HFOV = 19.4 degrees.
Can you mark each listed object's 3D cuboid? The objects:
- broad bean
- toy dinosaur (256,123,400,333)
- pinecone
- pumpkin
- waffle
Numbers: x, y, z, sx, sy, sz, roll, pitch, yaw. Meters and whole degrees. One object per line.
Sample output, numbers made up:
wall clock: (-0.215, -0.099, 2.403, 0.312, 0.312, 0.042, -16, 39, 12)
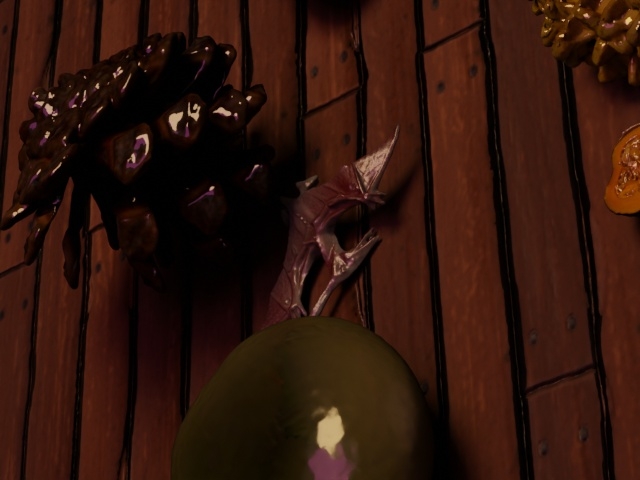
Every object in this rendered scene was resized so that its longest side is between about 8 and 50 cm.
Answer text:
broad bean: (-0.018, 0.184, 1.280, 0.238, 0.119, 0.291, -33, 44, 39)
toy dinosaur: (-0.001, -0.001, 1.441, 0.220, 0.032, 0.108, -57, 44, 16)
pinecone: (-0.135, -0.058, 1.477, 0.229, 0.201, 0.202, -50, 34, 18)
pumpkin: (0.219, -0.044, 1.252, 0.050, 0.028, 0.083, -20, 45, 38)
waffle: (0.231, -0.204, 1.306, 0.197, 0.070, 0.193, -37, 45, 23)
